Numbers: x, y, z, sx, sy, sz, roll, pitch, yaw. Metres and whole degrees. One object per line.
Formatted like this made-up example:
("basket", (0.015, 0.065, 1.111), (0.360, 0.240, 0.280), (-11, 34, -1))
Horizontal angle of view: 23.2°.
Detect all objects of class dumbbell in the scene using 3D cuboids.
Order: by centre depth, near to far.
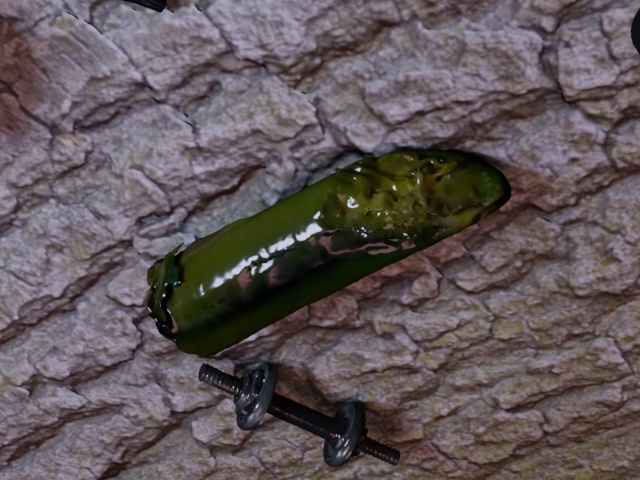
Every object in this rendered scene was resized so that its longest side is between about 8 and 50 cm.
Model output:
("dumbbell", (-0.022, 0.197, 1.751), (0.254, 0.081, 0.081), (26, 130, -15))

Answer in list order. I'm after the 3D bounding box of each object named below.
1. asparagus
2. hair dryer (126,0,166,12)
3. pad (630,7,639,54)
("asparagus", (0.000, 0.000, 1.558), (0.382, 0.108, 0.128), (-26, 122, 25))
("hair dryer", (-0.162, -0.250, 1.409), (0.079, 0.031, 0.083), (22, 124, -26))
("pad", (0.460, -0.231, 1.352), (0.375, 0.063, 0.315), (-29, 117, 37))
